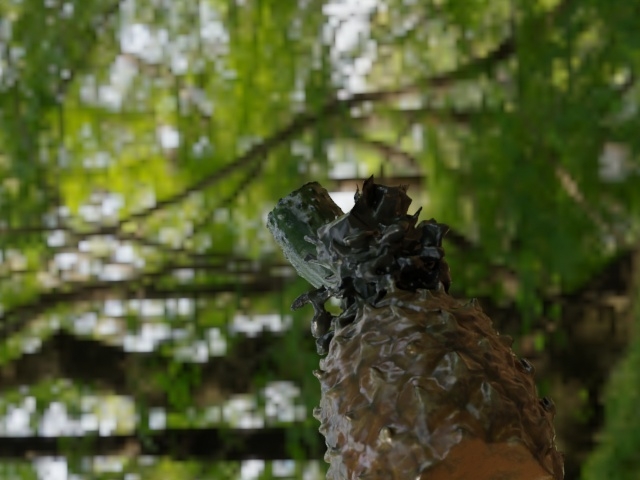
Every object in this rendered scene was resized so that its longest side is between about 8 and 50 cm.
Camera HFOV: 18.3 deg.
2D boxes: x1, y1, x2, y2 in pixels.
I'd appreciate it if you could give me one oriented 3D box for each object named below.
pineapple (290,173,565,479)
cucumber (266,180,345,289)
[{"bbox_3d":[0.060,0.065,1.300,0.158,0.157,0.279,78,178,-53],"label":"pineapple"},{"bbox_3d":[0.000,0.000,1.740,0.107,0.067,0.035,51,178,30],"label":"cucumber"}]
